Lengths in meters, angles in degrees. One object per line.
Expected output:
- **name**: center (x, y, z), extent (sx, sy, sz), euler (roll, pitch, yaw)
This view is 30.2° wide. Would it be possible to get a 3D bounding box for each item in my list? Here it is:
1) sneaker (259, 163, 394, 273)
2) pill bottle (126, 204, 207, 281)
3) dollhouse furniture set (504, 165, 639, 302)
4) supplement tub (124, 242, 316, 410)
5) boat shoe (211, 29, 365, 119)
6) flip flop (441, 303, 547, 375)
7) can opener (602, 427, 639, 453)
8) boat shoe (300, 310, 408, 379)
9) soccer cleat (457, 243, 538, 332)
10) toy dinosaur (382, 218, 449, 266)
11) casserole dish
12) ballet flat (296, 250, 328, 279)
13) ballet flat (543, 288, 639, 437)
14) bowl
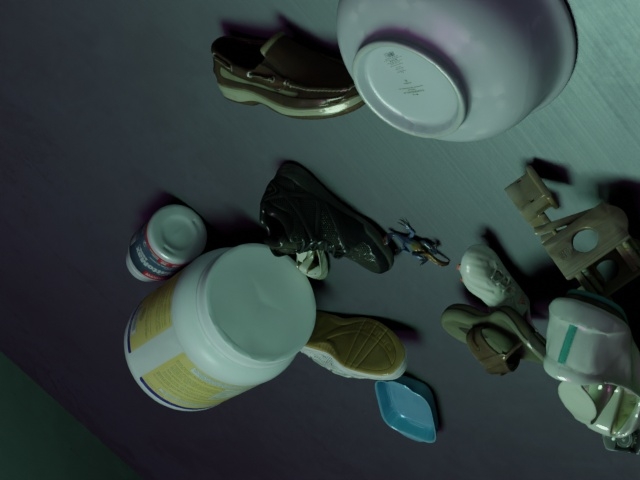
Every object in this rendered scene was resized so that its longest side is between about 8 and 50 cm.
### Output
- **sneaker**: center (0.000, 0.000, 1.789), extent (0.227, 0.130, 0.087), euler (39, 152, -11)
- **pill bottle**: center (-0.280, 0.013, 2.106), extent (0.108, 0.108, 0.180), euler (40, 150, -9)
- **dollhouse furniture set**: center (0.340, -0.008, 1.520), extent (0.182, 0.101, 0.161), euler (40, -163, -55)
- **supplement tub**: center (-0.175, 0.151, 2.052), extent (0.241, 0.241, 0.331), euler (42, 146, -12)
- **boat shoe**: center (-0.049, -0.223, 1.553), extent (0.258, 0.095, 0.095), euler (10, 136, 37)
- **flip flop**: center (0.242, 0.147, 1.667), extent (0.112, 0.080, 0.277), euler (45, 165, -19)
- **can opener**: center (0.545, 0.288, 1.739), extent (0.283, 0.076, 0.095), euler (1, 168, 43)
- **boat shoe**: center (0.060, 0.191, 2.040), extent (0.277, 0.098, 0.096), euler (16, 152, 50)
- **soccer cleat**: center (0.259, 0.074, 1.693), extent (0.076, 0.068, 0.196), euler (25, 159, 43)
- **toy dinosaur**: center (0.133, 0.012, 1.763), extent (0.082, 0.047, 0.090), euler (27, 166, 51)
- **casserole dish**: center (0.161, 0.299, 2.147), extent (0.114, 0.037, 0.188), euler (19, 146, 27)
- **ballet flat**: center (-0.022, 0.022, 1.916), extent (0.057, 0.052, 0.168), euler (23, 149, 20)
- **ballet flat**: center (0.373, 0.187, 1.560), extent (0.139, 0.139, 0.400), euler (14, 165, 32)
- **bowl**: center (0.129, -0.211, 1.352), extent (0.298, 0.134, 0.298), euler (24, 149, 16)
